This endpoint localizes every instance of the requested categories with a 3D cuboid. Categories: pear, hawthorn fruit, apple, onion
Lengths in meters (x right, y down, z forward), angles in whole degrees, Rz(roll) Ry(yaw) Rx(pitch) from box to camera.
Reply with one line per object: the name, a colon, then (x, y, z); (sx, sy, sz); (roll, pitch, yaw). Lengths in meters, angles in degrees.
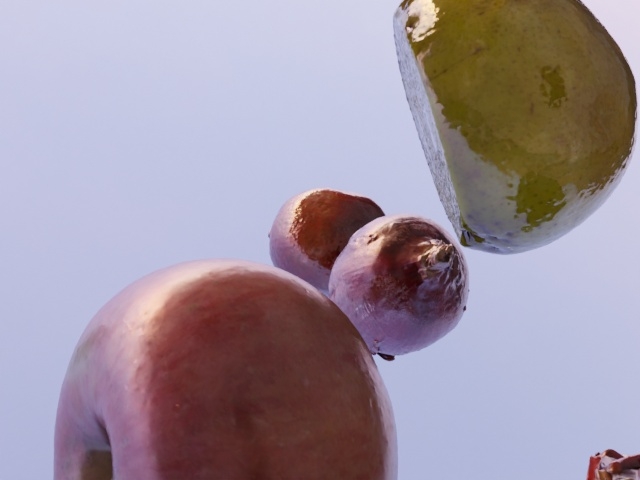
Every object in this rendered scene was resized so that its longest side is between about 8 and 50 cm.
pear: (0.098, -0.066, 0.532); (0.104, 0.141, 0.141); (-13, -126, 0)
hawthorn fruit: (0.000, 0.000, 1.559); (0.188, 0.169, 0.169); (17, -155, 29)
apple: (-0.079, 0.188, 0.955); (0.270, 0.344, 0.344); (1, -126, -33)
onion: (0.094, 0.038, 1.168); (0.160, 0.195, 0.159); (5, -109, -13)

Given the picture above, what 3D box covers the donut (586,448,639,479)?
donut: (0.182, 0.185, 0.439); (0.216, 0.096, 0.230); (45, -153, -65)
